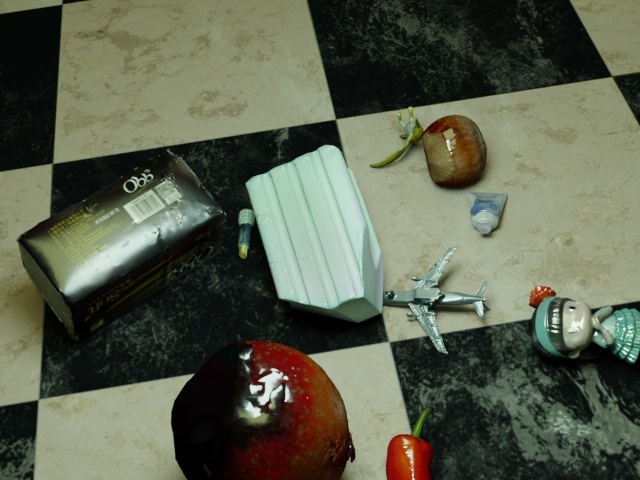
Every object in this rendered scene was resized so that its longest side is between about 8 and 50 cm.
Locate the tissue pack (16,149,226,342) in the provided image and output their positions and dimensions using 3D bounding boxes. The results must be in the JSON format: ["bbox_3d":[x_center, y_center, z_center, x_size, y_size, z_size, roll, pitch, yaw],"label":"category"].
[{"bbox_3d":[-0.384,-0.001,2.003,0.370,0.198,0.210,-32,68,-23],"label":"tissue pack"}]

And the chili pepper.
[{"bbox_3d":[0.180,0.438,1.644,0.137,0.092,0.369,-2,51,-22],"label":"chili pepper"}]

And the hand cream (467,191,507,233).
[{"bbox_3d":[0.344,-0.065,2.114,0.084,0.053,0.142,3,37,10],"label":"hand cream"}]

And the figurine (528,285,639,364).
[{"bbox_3d":[0.501,0.159,1.847,0.245,0.110,0.138,6,46,5],"label":"figurine"}]

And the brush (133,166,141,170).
[{"bbox_3d":[-0.429,-0.015,2.149,0.070,0.065,0.328,24,60,2],"label":"brush"}]

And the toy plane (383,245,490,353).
[{"bbox_3d":[0.214,0.111,1.952,0.226,0.058,0.226,5,64,10],"label":"toy plane"}]

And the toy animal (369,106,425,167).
[{"bbox_3d":[0.197,-0.245,2.236,0.219,0.155,0.095,-23,58,-4],"label":"toy animal"}]

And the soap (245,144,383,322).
[{"bbox_3d":[0.000,0.000,1.986,0.208,0.115,0.347,-24,59,10],"label":"soap"}]

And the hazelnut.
[{"bbox_3d":[0.288,-0.191,2.163,0.143,0.154,0.143,-14,8,2],"label":"hazelnut"}]

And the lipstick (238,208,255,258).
[{"bbox_3d":[-0.159,-0.012,2.126,0.037,0.037,0.116,-1,51,6],"label":"lipstick"}]

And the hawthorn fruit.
[{"bbox_3d":[-0.096,0.303,1.638,0.315,0.316,0.316,-3,47,3],"label":"hawthorn fruit"}]
